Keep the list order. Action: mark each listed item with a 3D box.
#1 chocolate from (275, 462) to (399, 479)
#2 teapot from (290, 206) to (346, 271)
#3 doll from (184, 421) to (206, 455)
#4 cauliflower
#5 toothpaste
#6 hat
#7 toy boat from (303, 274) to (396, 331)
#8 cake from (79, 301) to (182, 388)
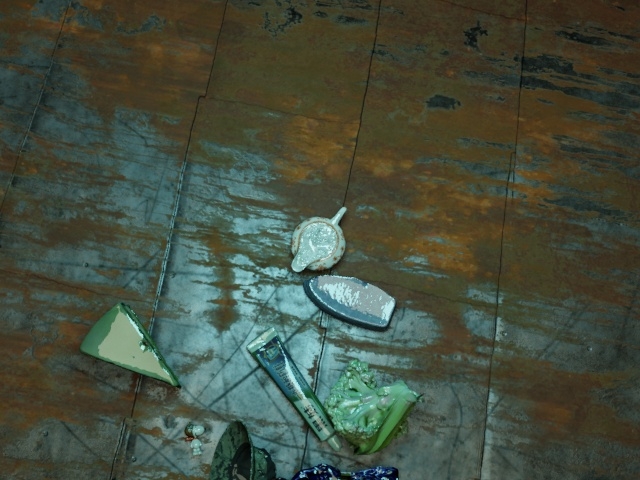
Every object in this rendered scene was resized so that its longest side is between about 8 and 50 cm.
[{"bbox_3d":[0.050,0.652,1.715,0.344,0.148,0.126,10,75,-4],"label":"chocolate"},{"bbox_3d":[0.000,0.000,1.891,0.159,0.116,0.245,28,78,16],"label":"teapot"},{"bbox_3d":[-0.350,0.547,1.770,0.058,0.040,0.085,12,75,-11],"label":"doll"},{"bbox_3d":[0.158,0.443,1.716,0.315,0.239,0.256,-35,112,28],"label":"cauliflower"},{"bbox_3d":[-0.061,0.425,1.805,0.099,0.061,0.392,-36,79,-9],"label":"toothpaste"},{"bbox_3d":[-0.190,0.615,1.699,0.128,0.265,0.265,14,73,-32],"label":"hat"},{"bbox_3d":[0.083,0.172,1.870,0.283,0.078,0.127,21,79,1],"label":"toy boat"},{"bbox_3d":[-0.523,0.334,1.756,0.172,0.158,0.283,-37,84,-11],"label":"cake"}]
